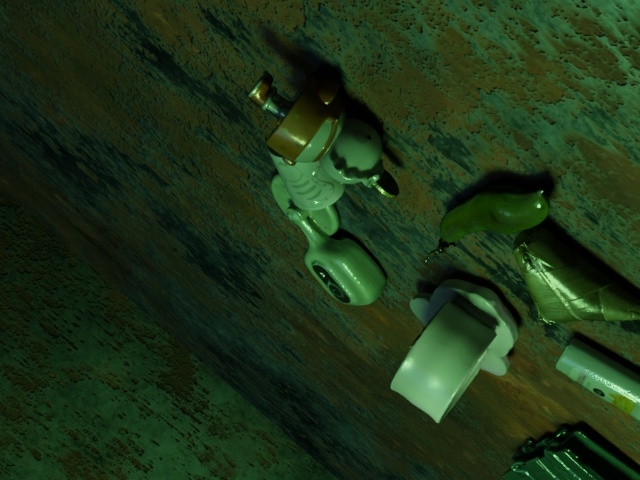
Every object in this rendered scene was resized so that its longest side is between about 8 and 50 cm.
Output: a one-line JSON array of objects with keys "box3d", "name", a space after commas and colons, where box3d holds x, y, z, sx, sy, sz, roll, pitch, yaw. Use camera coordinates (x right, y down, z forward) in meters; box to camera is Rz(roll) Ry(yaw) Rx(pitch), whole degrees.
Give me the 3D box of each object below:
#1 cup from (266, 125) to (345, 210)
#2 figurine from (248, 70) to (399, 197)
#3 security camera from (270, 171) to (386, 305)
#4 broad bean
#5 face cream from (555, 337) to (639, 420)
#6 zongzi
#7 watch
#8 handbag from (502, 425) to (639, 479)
[{"box3d": [-0.009, -0.121, 1.667, 0.136, 0.099, 0.133, 23, 150, 37], "name": "cup"}, {"box3d": [0.007, -0.152, 1.544, 0.271, 0.143, 0.143, 50, 155, -16], "name": "figurine"}, {"box3d": [0.000, 0.000, 1.905, 0.301, 0.080, 0.157, 53, 155, -19], "name": "security camera"}, {"box3d": [0.240, -0.033, 1.495, 0.325, 0.067, 0.075, -27, 78, 68], "name": "broad bean"}, {"box3d": [0.469, 0.230, 1.603, 0.198, 0.057, 0.084, 33, 156, 20], "name": "face cream"}, {"box3d": [0.367, 0.051, 1.432, 0.176, 0.078, 0.160, 1, 135, 43], "name": "zongzi"}, {"box3d": [0.208, 0.193, 1.740, 0.211, 0.217, 0.248, 36, 156, 12], "name": "watch"}, {"box3d": [0.500, 0.471, 1.950, 0.238, 0.089, 0.326, 39, 158, 4], "name": "handbag"}]
